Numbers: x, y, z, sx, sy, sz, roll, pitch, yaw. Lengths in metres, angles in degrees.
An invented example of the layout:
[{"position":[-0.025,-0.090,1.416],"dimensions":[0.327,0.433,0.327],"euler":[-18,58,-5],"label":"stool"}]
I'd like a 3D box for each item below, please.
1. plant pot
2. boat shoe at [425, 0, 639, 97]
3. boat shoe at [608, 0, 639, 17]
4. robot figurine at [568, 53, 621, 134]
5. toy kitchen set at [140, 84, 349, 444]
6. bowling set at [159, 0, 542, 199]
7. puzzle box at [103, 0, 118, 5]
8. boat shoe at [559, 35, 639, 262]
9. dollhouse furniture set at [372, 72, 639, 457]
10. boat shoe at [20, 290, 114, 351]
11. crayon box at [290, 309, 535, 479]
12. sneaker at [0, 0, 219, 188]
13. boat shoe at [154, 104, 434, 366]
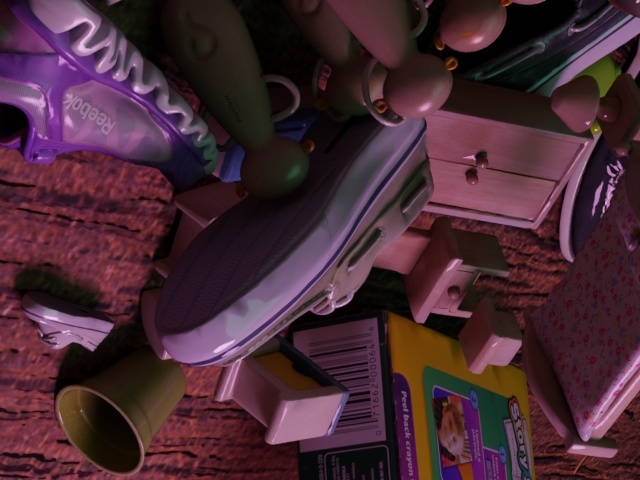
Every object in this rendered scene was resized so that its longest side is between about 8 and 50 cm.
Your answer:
[{"position":[-0.144,0.120,1.432],"dimensions":[0.079,0.083,0.083],"euler":[-45,151,-41],"label":"plant pot"},{"position":[0.198,-0.209,1.551],"dimensions":[0.301,0.108,0.102],"euler":[-39,148,-11],"label":"boat shoe"},{"position":[0.303,-0.315,1.526],"dimensions":[0.123,0.116,0.324],"euler":[40,72,-32],"label":"boat shoe"},{"position":[0.212,-0.139,1.665],"dimensions":[0.115,0.067,0.101],"euler":[-31,115,-34],"label":"robot figurine"},{"position":[-0.018,0.016,1.402],"dimensions":[0.122,0.166,0.207],"euler":[-12,129,-48],"label":"toy kitchen set"},{"position":[0.056,-0.157,1.298],"dimensions":[0.287,0.154,0.200],"euler":[-29,178,22],"label":"bowling set"},{"position":[0.033,-0.318,1.138],"dimensions":[0.409,0.052,0.272],"euler":[-30,161,-24],"label":"puzzle box"},{"position":[0.343,-0.106,1.832],"dimensions":[0.127,0.113,0.340],"euler":[0,120,-54],"label":"boat shoe"},{"position":[0.138,0.049,1.413],"dimensions":[0.174,0.355,0.303],"euler":[9,132,-24],"label":"dollhouse furniture set"},{"position":[-0.184,0.061,1.351],"dimensions":[0.035,0.035,0.100],"euler":[-60,156,3],"label":"boat shoe"},{"position":[0.097,0.270,1.674],"dimensions":[0.313,0.106,0.363],"euler":[27,56,-60],"label":"crayon box"},{"position":[-0.153,-0.088,1.200],"dimensions":[0.104,0.095,0.236],"euler":[-47,144,0],"label":"sneaker"},{"position":[0.000,0.000,1.306],"dimensions":[0.302,0.109,0.094],"euler":[-48,121,-40],"label":"boat shoe"}]
